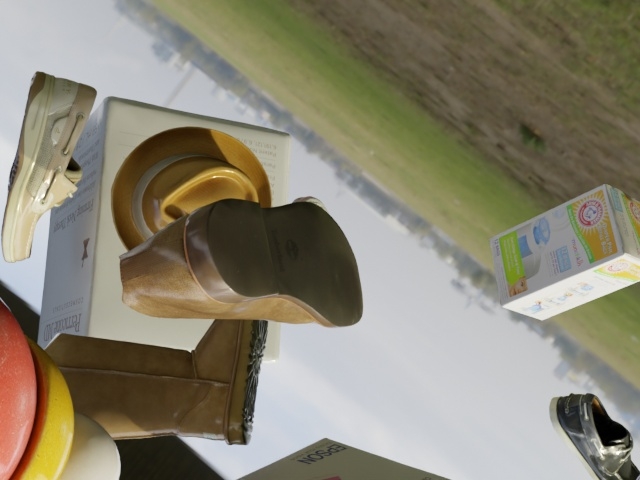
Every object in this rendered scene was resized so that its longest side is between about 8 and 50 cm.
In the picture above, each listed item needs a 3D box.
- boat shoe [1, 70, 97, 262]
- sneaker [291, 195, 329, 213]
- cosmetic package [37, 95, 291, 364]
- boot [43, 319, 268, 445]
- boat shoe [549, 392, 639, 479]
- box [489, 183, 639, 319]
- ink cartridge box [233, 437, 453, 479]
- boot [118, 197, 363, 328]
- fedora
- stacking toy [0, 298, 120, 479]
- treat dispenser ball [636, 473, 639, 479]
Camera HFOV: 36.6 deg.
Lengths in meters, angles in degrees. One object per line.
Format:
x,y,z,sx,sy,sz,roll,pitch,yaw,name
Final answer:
-0.389,-0.091,1.376,0.098,0.302,0.109,11,-152,-20,boat shoe
0.000,0.000,1.270,0.134,0.051,0.070,64,165,-17,sneaker
-0.268,0.011,1.640,0.327,0.393,0.329,9,166,-28,cosmetic package
-0.210,0.138,1.205,0.270,0.236,0.089,3,151,8,boot
0.448,0.324,1.498,0.233,0.079,0.084,49,-144,-20,boat shoe
0.357,0.020,1.366,0.103,0.203,0.114,19,-125,-40,box
0.053,0.337,1.123,0.330,0.071,0.324,10,-171,31,ink cartridge box
-0.058,0.028,0.859,0.305,0.115,0.112,16,-120,-60,boot
-0.134,-0.040,1.090,0.194,0.194,0.079,37,167,-22,fedora
-0.343,0.170,0.894,0.350,0.350,0.480,43,-179,39,stacking toy
0.381,0.271,0.763,0.288,0.288,0.288,39,-175,-4,treat dispenser ball
